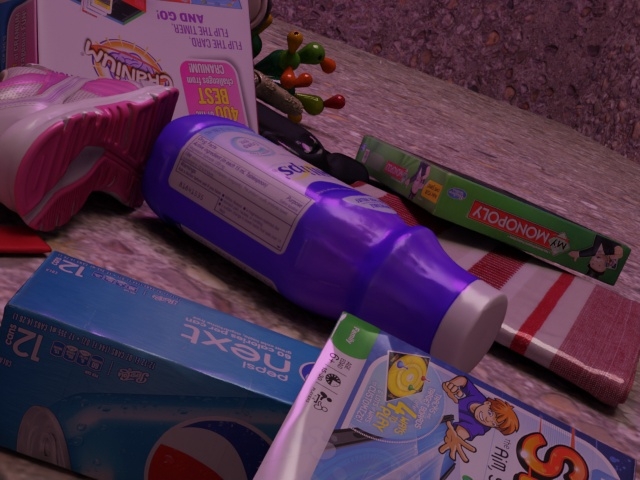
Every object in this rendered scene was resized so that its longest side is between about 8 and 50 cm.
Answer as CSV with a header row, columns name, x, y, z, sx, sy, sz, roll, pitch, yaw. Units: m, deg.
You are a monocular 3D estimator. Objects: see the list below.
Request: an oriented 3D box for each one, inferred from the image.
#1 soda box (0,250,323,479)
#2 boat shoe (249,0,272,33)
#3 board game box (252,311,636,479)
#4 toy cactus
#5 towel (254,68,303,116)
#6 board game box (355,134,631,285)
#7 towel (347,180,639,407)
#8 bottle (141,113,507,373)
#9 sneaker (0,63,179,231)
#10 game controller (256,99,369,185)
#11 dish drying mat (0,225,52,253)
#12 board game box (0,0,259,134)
name,x,y,z,sx,sy,sz,roll,pitch,yaw
soda box,-0.041,0.080,0.430,0.210,0.067,0.071,20,17,-6
boat shoe,-0.223,-0.267,1.121,0.334,0.112,0.095,-4,10,-1
board game box,0.031,0.121,0.318,0.136,0.035,0.201,27,37,4
toy cactus,-0.074,-0.225,1.295,0.180,0.112,0.219,-8,-20,25
towel,-0.095,-0.198,1.162,0.148,0.027,0.110,32,4,34
board game box,0.175,-0.044,1.067,0.213,0.046,0.317,19,8,-15
towel,0.134,0.035,0.868,0.328,0.037,0.237,25,18,17
bottle,0.000,0.000,0.694,0.282,0.092,0.118,31,14,27
sneaker,-0.188,-0.084,0.701,0.111,0.103,0.252,23,13,10
game controller,-0.084,-0.130,1.096,0.319,0.067,0.166,35,6,37
dish drying mat,-0.207,-0.001,0.578,0.032,0.008,0.083,34,19,35
board game box,-0.177,-0.239,0.890,0.242,0.317,0.064,7,-17,-43
